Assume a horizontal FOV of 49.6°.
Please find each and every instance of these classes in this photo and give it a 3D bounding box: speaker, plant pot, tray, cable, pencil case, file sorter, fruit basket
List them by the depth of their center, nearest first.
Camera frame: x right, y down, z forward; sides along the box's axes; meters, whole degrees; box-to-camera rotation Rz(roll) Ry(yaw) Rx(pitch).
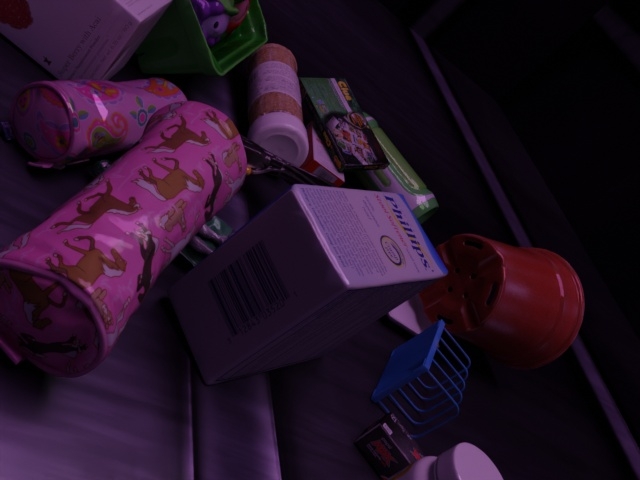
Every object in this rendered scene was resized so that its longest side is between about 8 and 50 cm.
[{"bbox_3d":[-0.226,-0.020,0.816,0.159,0.167,0.386,18,39,8],"label":"pencil case"},{"bbox_3d":[-0.315,-0.179,1.021,0.124,0.124,0.284,50,28,5],"label":"pencil case"},{"bbox_3d":[0.181,0.238,1.189,0.104,0.118,0.170,50,27,-2],"label":"file sorter"},{"bbox_3d":[-0.100,-0.128,1.261,0.287,0.072,0.139,25,21,-13],"label":"cable"},{"bbox_3d":[-0.168,-0.492,1.320,0.392,0.391,0.283,-67,143,-61],"label":"fruit basket"},{"bbox_3d":[0.361,0.114,1.440,0.265,0.272,0.273,20,38,-43],"label":"plant pot"},{"bbox_3d":[0.172,0.102,1.450,0.145,0.030,0.270,34,30,-24],"label":"tray"},{"bbox_3d":[0.153,-0.165,1.671,0.297,0.131,0.131,54,28,12],"label":"speaker"}]

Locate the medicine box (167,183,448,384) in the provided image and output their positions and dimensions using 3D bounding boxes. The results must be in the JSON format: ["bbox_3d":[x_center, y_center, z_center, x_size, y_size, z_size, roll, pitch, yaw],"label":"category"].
[{"bbox_3d":[-0.012,0.059,0.969,0.289,0.263,0.149,-2,59,-56],"label":"medicine box"}]

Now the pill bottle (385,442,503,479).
[{"bbox_3d":[0.123,0.344,0.860,0.119,0.208,0.119,35,30,-24],"label":"pill bottle"}]

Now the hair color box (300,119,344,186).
[{"bbox_3d":[0.001,-0.187,1.556,0.093,0.053,0.167,34,32,-26],"label":"hair color box"}]

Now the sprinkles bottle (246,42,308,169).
[{"bbox_3d":[-0.097,-0.289,1.470,0.121,0.121,0.356,31,31,-29],"label":"sprinkles bottle"}]

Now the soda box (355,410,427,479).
[{"bbox_3d":[0.131,0.345,1.033,0.169,0.060,0.053,52,26,9],"label":"soda box"}]

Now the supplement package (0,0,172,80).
[{"bbox_3d":[-0.417,-0.403,1.092,0.293,0.177,0.175,39,29,-15],"label":"supplement package"}]

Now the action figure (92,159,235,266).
[{"bbox_3d":[-0.234,-0.044,1.022,0.232,0.063,0.137,34,33,-19],"label":"action figure"}]

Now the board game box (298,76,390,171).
[{"bbox_3d":[0.050,-0.269,1.585,0.136,0.030,0.260,-8,62,-33],"label":"board game box"}]
